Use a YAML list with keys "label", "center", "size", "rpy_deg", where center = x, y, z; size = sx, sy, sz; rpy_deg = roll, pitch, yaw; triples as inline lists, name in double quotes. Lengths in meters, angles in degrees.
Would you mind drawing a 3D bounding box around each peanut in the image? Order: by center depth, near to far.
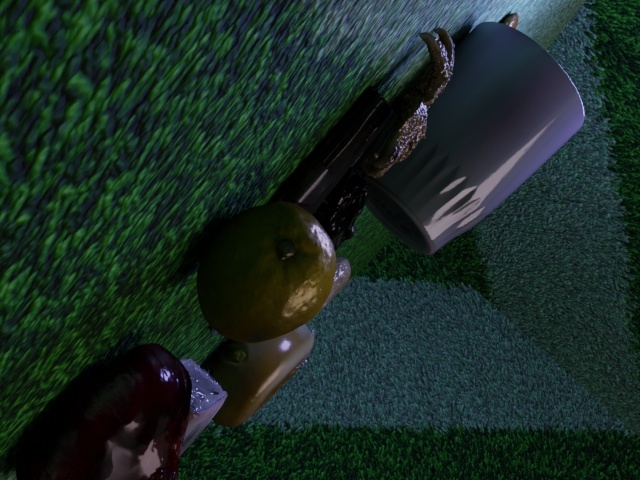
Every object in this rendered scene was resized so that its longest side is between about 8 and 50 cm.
- label: "peanut"
  center: [0.007, 0.120, 2.568]
  size: [0.214, 0.090, 0.098]
  rpy_deg: [-45, 144, -34]

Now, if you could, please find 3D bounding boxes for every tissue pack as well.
- label: "tissue pack"
  center: [-0.304, 0.346, 1.659]
  size: [0.271, 0.124, 0.201]
  rpy_deg: [-47, 175, 8]

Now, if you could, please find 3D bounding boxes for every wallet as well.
- label: "wallet"
  center: [-0.006, -0.082, 1.375]
  size: [0.317, 0.044, 0.169]
  rpy_deg: [-50, 172, 6]

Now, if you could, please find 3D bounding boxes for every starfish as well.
- label: "starfish"
  center: [0.137, -0.197, 1.343]
  size: [0.216, 0.071, 0.238]
  rpy_deg: [111, 3, -70]

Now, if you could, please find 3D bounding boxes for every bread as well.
- label: "bread"
  center: [-0.155, 0.290, 2.178]
  size: [0.333, 0.160, 0.333]
  rpy_deg: [-46, 172, -9]

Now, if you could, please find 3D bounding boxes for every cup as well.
- label: "cup"
  center: [0.247, -0.169, 1.610]
  size: [0.371, 0.253, 0.253]
  rpy_deg: [-45, 174, -10]

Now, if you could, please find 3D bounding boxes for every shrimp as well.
- label: "shrimp"
  center: [0.364, -0.395, 1.954]
  size: [0.115, 0.051, 0.217]
  rpy_deg: [-48, 172, -18]

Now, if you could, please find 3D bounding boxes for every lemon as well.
- label: "lemon"
  center: [-0.070, 0.041, 1.183]
  size: [0.170, 0.170, 0.207]
  rpy_deg: [-43, 180, -36]

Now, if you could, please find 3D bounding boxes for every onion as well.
- label: "onion"
  center: [-0.253, 0.274, 1.247]
  size: [0.272, 0.195, 0.272]
  rpy_deg: [-47, 164, -17]

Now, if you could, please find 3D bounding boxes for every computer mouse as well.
- label: "computer mouse"
  center: [0.006, -0.037, 1.542]
  size: [0.146, 0.077, 0.241]
  rpy_deg: [-38, 159, -45]

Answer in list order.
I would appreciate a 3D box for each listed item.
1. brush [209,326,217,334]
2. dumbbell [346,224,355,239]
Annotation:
- label: "brush"
  center: [-0.102, 0.082, 1.683]
  size: [0.297, 0.060, 0.068]
  rpy_deg: [-51, 175, 31]
- label: "dumbbell"
  center: [0.000, 0.000, 1.782]
  size: [0.254, 0.081, 0.081]
  rpy_deg: [-45, 173, -28]
